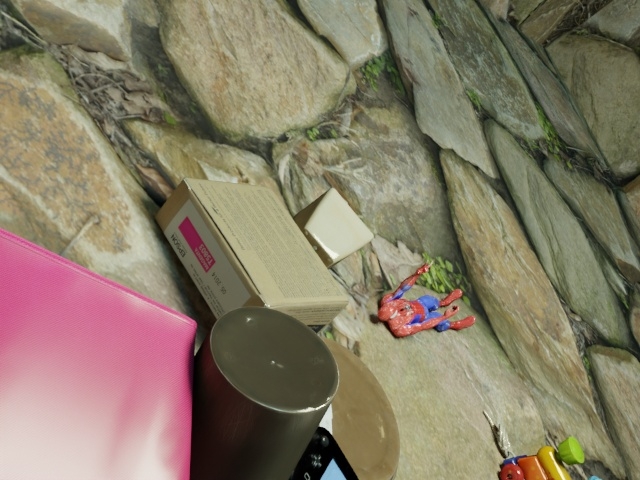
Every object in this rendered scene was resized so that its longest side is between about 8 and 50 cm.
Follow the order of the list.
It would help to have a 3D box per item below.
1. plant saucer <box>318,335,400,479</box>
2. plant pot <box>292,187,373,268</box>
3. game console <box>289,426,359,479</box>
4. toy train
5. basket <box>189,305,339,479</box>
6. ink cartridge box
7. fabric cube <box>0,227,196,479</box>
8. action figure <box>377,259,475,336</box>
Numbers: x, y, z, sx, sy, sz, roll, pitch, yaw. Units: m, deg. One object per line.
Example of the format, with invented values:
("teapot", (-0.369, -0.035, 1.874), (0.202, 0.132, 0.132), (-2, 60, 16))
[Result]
("plant saucer", (0.022, 0.250, 1.301), (0.278, 0.041, 0.277), (34, 36, -29))
("plant pot", (0.000, 0.000, 1.476), (0.109, 0.109, 0.096), (49, 42, -6))
("game console", (0.053, 0.396, 1.099), (0.361, 0.044, 0.213), (60, 30, -19))
("toy train", (0.388, 0.378, 1.569), (0.105, 0.143, 0.248), (6, 54, -52))
("basket", (-0.086, 0.187, 0.872), (0.154, 0.227, 0.204), (30, 34, 1))
("ink cartridge box", (-0.096, 0.027, 1.287), (0.193, 0.088, 0.234), (2, 47, -53))
("fabric cube", (-0.277, 0.180, 0.740), (0.254, 0.259, 0.258), (30, 39, -35))
("action figure", (0.209, 0.109, 1.620), (0.280, 0.139, 0.091), (0, 57, -51))
